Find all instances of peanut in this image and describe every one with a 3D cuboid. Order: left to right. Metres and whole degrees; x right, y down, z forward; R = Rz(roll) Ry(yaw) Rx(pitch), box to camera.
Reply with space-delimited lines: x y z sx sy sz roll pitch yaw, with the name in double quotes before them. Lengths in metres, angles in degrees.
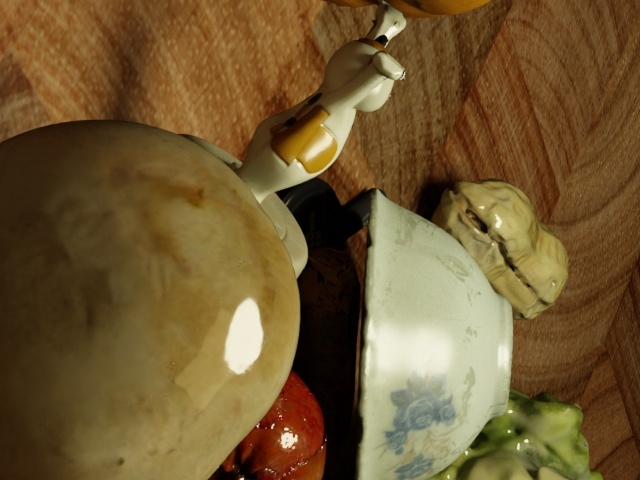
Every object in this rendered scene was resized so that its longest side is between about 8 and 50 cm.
"peanut" 0.204 0.012 2.237 0.290 0.130 0.130 42 62 -57

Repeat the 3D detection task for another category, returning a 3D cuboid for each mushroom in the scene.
"mushroom" -0.156 0.066 1.444 0.290 0.292 0.292 89 18 -76

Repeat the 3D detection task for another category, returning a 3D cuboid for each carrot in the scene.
"carrot" 0.005 0.113 1.936 0.069 0.069 0.229 -43 144 -49

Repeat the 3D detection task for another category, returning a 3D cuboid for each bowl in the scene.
"bowl" 0.108 0.110 1.901 0.313 0.146 0.313 4 90 -88

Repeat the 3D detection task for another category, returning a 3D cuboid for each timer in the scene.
"timer" -0.029 -0.072 1.580 0.266 0.175 0.175 -46 160 19

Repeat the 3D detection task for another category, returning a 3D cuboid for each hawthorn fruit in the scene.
"hawthorn fruit" -0.061 0.174 1.786 0.172 0.148 0.148 -67 154 -57

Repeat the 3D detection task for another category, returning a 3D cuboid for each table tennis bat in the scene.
"table tennis bat" 0.000 0.000 1.958 0.236 0.027 0.150 -34 130 -52

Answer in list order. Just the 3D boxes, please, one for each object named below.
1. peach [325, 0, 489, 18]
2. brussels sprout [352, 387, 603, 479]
"peach" 0.057 -0.352 1.606 0.343 0.342 0.302 28 77 -62
"brussels sprout" 0.190 0.384 2.126 0.361 0.342 0.425 112 -39 -65
